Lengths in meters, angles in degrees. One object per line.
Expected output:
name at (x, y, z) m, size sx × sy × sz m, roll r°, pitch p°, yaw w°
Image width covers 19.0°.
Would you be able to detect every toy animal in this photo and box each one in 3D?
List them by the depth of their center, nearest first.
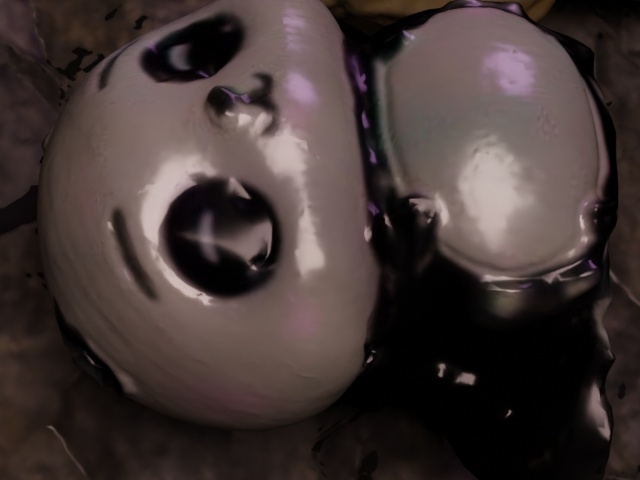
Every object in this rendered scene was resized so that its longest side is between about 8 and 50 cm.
toy animal at (0.000, 0.000, 0.611) m, size 0.179 × 0.138 × 0.166 m, roll 6°, pitch 53°, yaw -15°

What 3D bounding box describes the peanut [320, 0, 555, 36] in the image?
peanut at (0.076, -0.115, 0.703) m, size 0.187 × 0.082 × 0.082 m, roll -16°, pitch 74°, yaw -18°
